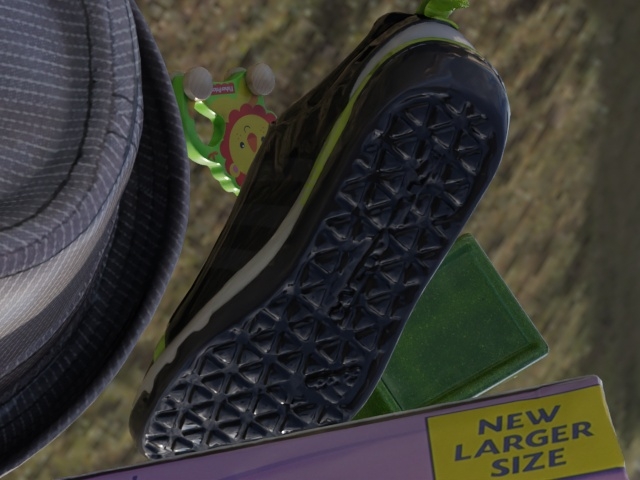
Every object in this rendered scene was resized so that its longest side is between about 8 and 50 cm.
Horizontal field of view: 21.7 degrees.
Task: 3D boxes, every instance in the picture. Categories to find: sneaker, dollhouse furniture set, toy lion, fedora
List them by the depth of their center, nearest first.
[{"bbox_3d":[-0.159,-0.044,0.450,0.124,0.275,0.244,139,-31,-64],"label":"fedora"},{"bbox_3d":[0.000,0.000,0.707,0.235,0.084,0.097,-51,-152,19],"label":"sneaker"},{"bbox_3d":[0.082,0.185,1.103,0.151,0.301,0.197,-26,170,-44],"label":"dollhouse furniture set"},{"bbox_3d":[-0.064,-0.078,1.205,0.100,0.034,0.096,-9,93,-46],"label":"toy lion"}]

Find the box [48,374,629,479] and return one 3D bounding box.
[{"bbox_3d":[-0.005,0.182,0.439,0.117,0.213,0.243,-93,171,-62],"label":"box"}]
